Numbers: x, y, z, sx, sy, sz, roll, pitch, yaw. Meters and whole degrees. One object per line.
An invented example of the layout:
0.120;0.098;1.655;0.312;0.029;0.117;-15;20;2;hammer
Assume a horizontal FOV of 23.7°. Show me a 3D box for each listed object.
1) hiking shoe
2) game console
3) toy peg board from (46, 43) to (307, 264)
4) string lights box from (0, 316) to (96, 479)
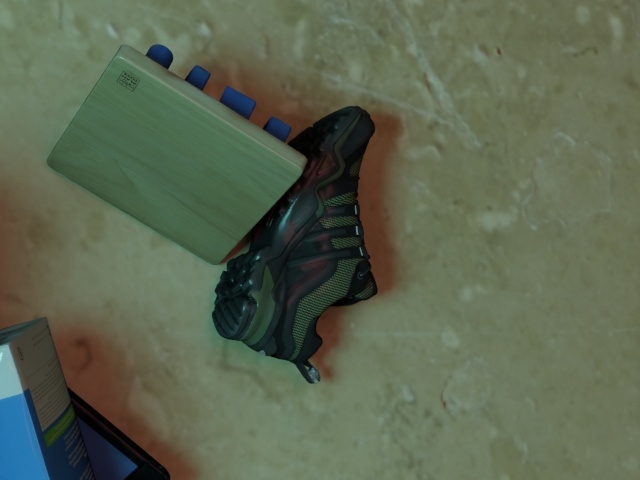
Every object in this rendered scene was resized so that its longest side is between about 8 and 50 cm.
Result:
0.000;0.000;1.246;0.114;0.086;0.227;35;71;-25;hiking shoe
-0.192;0.181;1.117;0.122;0.107;0.071;41;35;-8;game console
-0.104;-0.083;1.182;0.161;0.160;0.079;31;51;-11;toy peg board
-0.195;0.193;1.040;0.076;0.133;0.260;-16;94;2;string lights box
